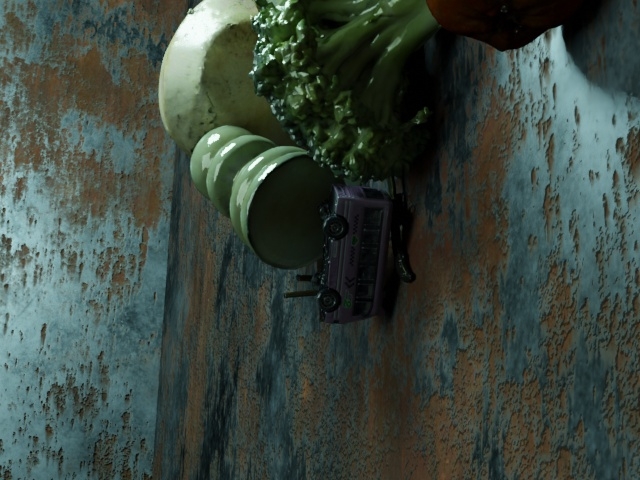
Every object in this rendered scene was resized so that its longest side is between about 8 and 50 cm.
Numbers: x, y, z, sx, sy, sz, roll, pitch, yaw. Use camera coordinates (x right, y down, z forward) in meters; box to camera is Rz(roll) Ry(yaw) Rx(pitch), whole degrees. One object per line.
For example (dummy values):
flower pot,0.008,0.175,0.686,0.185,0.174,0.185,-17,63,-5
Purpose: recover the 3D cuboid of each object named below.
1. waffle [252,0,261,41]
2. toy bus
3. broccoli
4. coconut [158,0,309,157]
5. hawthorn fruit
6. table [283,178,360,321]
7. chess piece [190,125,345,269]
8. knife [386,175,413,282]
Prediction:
waffle,-0.018,-0.354,1.869,0.283,0.309,0.065,-55,24,-17
toy bus,0.048,0.021,1.737,0.096,0.108,0.199,-110,24,-71
broccoli,0.037,-0.284,1.704,0.318,0.277,0.338,-55,34,17
coconut,-0.140,-0.282,2.144,0.352,0.352,0.353,-172,90,-73
hawthorn fruit,0.207,-0.321,1.299,0.185,0.185,0.202,142,137,-66
table,0.000,0.000,1.941,0.121,0.111,0.240,125,148,-54
chess piece,-0.106,-0.093,1.883,0.330,0.182,0.182,35,117,55
knife,0.113,-0.030,1.739,0.045,0.021,0.222,120,148,-53
